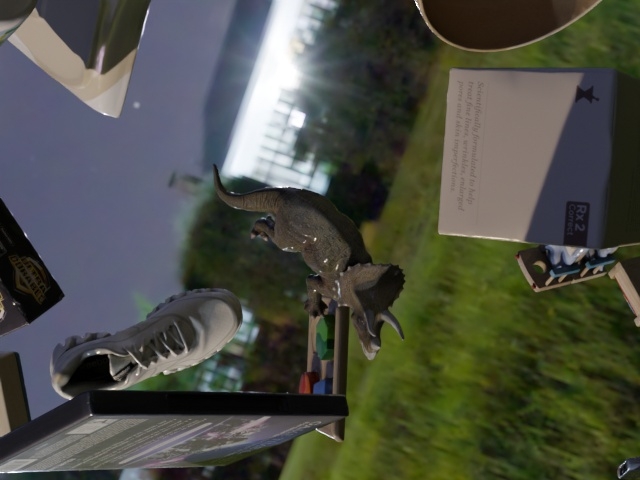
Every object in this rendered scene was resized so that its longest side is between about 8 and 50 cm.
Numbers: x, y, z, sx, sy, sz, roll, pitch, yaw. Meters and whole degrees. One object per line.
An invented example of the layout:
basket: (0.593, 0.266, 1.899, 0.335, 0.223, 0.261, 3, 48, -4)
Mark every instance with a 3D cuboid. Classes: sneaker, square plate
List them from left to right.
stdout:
square plate: (-0.364, -0.337, 1.538, 0.049, 0.344, 0.347, -48, -5, -32)
sneaker: (-0.246, 0.155, 1.766, 0.118, 0.292, 0.110, -130, 17, -82)

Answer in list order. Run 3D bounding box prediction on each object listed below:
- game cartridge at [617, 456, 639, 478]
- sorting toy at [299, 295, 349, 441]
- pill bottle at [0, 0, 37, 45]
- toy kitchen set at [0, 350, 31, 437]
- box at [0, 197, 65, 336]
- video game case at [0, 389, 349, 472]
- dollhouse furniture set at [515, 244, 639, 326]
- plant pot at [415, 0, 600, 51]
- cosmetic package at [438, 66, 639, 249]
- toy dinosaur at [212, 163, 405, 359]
game cartridge: (0.360, 0.249, 1.366, 0.083, 0.056, 0.017, 74, -171, -71)
sorting toy: (0.004, 0.143, 1.917, 0.229, 0.041, 0.307, 176, 97, -78)
pill bottle: (-0.398, -0.247, 1.356, 0.208, 0.117, 0.117, -25, 36, 52)
toy kitchen set: (-0.461, 0.197, 1.761, 0.166, 0.207, 0.122, -25, -70, -56)
box: (-0.466, -0.005, 1.393, 0.295, 0.293, 0.073, -23, 15, 41)
video game case: (-0.138, 0.173, 1.115, 0.196, 0.274, 0.026, -29, 64, 42)
dollhouse furniture set: (0.380, 0.051, 1.700, 0.184, 0.129, 0.129, 65, 152, 25)
plant pot: (0.201, -0.381, 1.394, 0.284, 0.284, 0.191, 105, 146, -49)
cosmetic package: (0.212, -0.074, 1.125, 0.183, 0.151, 0.151, -1, -84, -62)
toy dinosaur: (0.000, 0.000, 1.529, 0.121, 0.313, 0.160, -34, -5, -29)
